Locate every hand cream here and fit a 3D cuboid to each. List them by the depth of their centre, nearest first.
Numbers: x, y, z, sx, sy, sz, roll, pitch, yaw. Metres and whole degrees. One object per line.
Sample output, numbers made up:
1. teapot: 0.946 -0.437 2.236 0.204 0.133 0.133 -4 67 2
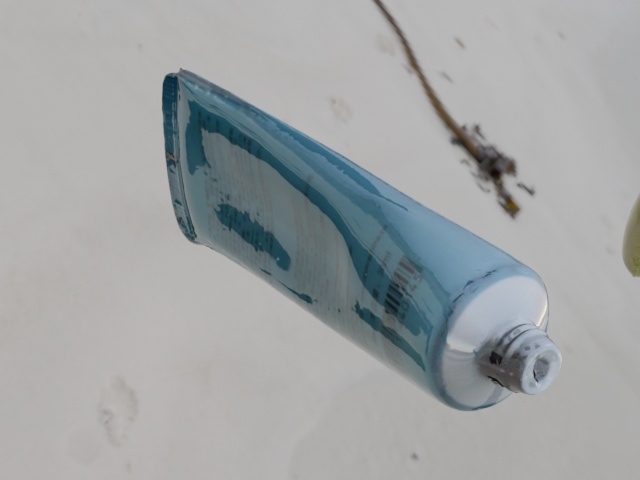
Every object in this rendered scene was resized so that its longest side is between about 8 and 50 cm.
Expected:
1. hand cream: 0.000 0.000 0.378 0.048 0.083 0.224 -20 32 -30

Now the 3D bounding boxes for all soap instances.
1. soap: 0.296 -0.023 0.896 0.045 0.089 0.140 31 -19 21
